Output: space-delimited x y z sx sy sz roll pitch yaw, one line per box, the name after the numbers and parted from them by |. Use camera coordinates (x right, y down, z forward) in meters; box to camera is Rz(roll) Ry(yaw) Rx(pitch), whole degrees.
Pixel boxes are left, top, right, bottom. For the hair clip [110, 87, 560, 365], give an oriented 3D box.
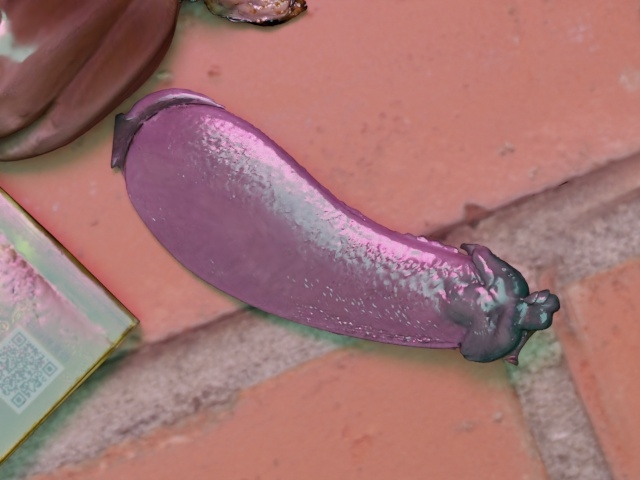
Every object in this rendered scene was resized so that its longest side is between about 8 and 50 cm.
-0.001 0.002 0.957 0.358 0.110 0.096 22 50 0 | hair clip

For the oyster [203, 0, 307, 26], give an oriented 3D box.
-0.050 -0.189 0.972 0.083 0.019 0.054 13 89 -2 | oyster

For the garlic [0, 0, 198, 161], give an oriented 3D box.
-0.228 -0.190 0.917 0.292 0.210 0.237 -26 128 -5 | garlic

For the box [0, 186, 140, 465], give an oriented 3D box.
-0.301 0.113 0.931 0.173 0.043 0.311 44 80 -3 | box
